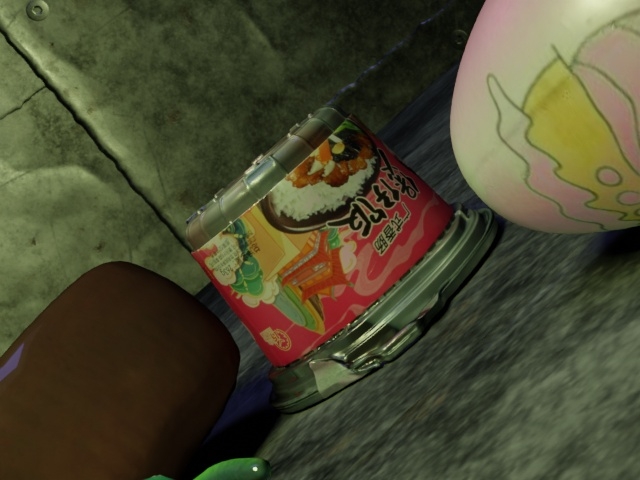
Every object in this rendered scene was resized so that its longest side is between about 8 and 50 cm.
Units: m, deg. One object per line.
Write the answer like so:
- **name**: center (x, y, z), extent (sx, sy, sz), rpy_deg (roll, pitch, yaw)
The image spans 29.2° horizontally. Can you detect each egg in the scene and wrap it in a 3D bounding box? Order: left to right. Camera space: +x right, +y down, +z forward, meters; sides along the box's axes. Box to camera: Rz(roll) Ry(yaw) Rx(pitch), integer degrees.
- **egg**: center (0.187, -0.110, 0.697), extent (0.271, 0.196, 0.196), rpy_deg (-41, 6, 21)

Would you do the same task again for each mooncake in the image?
- **mooncake**: center (-0.208, 0.182, 1.042), extent (0.333, 0.174, 0.326), rpy_deg (-56, 2, -3)

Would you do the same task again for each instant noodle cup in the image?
- **instant noodle cup**: center (0.000, 0.000, 1.076), extent (0.258, 0.181, 0.302), rpy_deg (-43, 6, -9)

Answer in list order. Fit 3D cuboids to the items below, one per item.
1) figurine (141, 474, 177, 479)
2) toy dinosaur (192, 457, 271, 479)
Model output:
- **figurine**: center (-0.154, 0.203, 0.416), extent (0.323, 0.231, 0.340), rpy_deg (-48, 14, -17)
- **toy dinosaur**: center (-0.241, 0.314, 0.582), extent (0.500, 0.144, 0.374), rpy_deg (-43, 10, 24)
